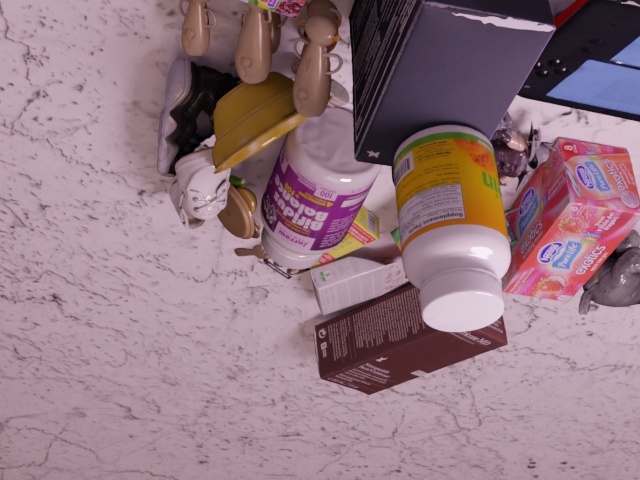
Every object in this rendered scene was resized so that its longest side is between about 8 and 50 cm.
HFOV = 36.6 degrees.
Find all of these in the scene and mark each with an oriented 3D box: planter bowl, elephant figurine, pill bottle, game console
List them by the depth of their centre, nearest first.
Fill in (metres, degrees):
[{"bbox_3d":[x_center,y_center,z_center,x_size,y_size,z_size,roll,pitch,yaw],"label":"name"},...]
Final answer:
[{"bbox_3d":[0.169,-0.014,1.239,0.136,0.245,0.136,-2,146,-1],"label":"pill bottle"},{"bbox_3d":[0.503,-0.260,1.442,0.387,0.060,0.342,9,169,-12],"label":"game console"},{"bbox_3d":[-0.096,-0.196,1.482,0.217,0.217,0.090,-32,93,37],"label":"planter bowl"},{"bbox_3d":[-0.012,-0.080,1.713,0.169,0.169,0.301,10,142,-13],"label":"pill bottle"},{"bbox_3d":[0.643,0.084,1.929,0.239,0.169,0.186,30,129,-29],"label":"elephant figurine"}]

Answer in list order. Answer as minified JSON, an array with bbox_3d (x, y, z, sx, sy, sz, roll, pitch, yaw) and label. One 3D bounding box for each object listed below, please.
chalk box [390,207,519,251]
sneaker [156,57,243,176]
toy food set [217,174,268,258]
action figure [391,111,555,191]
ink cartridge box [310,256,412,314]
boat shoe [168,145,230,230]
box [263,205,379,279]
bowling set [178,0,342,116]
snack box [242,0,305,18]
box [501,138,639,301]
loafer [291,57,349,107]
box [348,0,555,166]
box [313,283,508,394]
[{"bbox_3d":[0.264,-0.019,1.787,0.213,0.132,0.132,-34,170,36],"label":"chalk box"},{"bbox_3d":[-0.191,-0.189,1.622,0.153,0.101,0.268,6,146,-12],"label":"sneaker"},{"bbox_3d":[-0.152,-0.060,1.768,0.132,0.038,0.192,0,118,58],"label":"toy food set"},{"bbox_3d":[0.267,-0.153,1.678,0.285,0.099,0.185,-3,137,-2],"label":"action figure"},{"bbox_3d":[0.095,0.075,2.010,0.225,0.056,0.181,-20,159,-5],"label":"ink cartridge box"},{"bbox_3d":[-0.195,-0.083,1.652,0.098,0.096,0.277,-13,169,-17],"label":"boat shoe"},{"bbox_3d":[0.000,0.000,1.917,0.232,0.058,0.087,-24,137,30],"label":"box"},{"bbox_3d":[-0.052,-0.324,1.414,0.287,0.200,0.154,29,134,19],"label":"bowling set"},{"bbox_3d":[-0.114,-0.398,1.270,0.207,0.174,0.070,16,138,-18],"label":"snack box"},{"bbox_3d":[0.450,-0.031,1.791,0.142,0.154,0.300,9,145,-11],"label":"box"},{"bbox_3d":[-0.007,-0.252,1.584,0.039,0.045,0.125,-23,141,39],"label":"loafer"},{"bbox_3d":[0.162,-0.293,1.311,0.183,0.294,0.296,9,144,-11],"label":"box"},{"bbox_3d":[0.192,0.207,2.117,0.381,0.143,0.191,-28,145,31],"label":"box"}]
